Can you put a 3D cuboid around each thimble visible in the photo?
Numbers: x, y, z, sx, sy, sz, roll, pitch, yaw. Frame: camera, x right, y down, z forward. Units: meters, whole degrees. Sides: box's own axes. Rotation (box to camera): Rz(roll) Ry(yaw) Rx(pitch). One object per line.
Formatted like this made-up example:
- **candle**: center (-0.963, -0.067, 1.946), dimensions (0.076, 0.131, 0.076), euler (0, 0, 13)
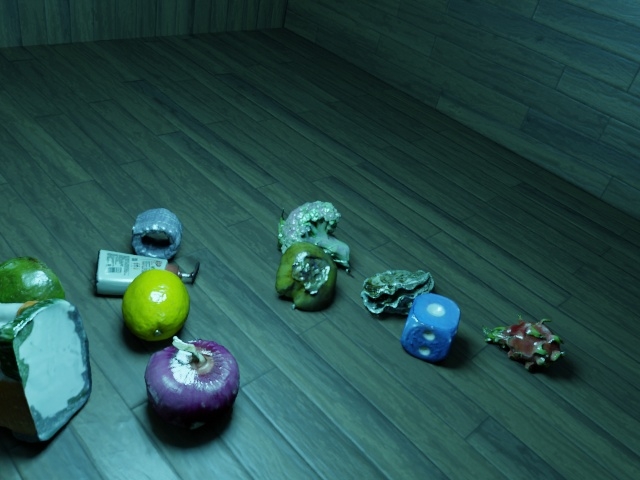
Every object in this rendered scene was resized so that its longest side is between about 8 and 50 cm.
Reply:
- **thimble**: center (-0.487, -0.015, 1.678), dimensions (0.150, 0.150, 0.098), euler (7, 37, -10)

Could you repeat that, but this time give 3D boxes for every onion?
- **onion**: center (-0.284, 0.330, 1.272), dimensions (0.200, 0.201, 0.207), euler (45, 14, 35)

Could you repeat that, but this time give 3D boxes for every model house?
- **model house**: center (-0.677, 0.255, 1.192), dimensions (0.300, 0.272, 0.190), euler (2, 23, 10)

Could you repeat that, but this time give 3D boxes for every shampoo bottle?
- **shampoo bottle**: center (-0.487, 0.093, 1.600), dimensions (0.284, 0.071, 0.153), euler (4, 34, -17)

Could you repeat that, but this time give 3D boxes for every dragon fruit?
- **dragon fruit**: center (0.598, 0.290, 1.663), dimensions (0.235, 0.135, 0.137), euler (19, 38, 38)

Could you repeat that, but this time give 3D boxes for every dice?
- **dice**: center (0.313, 0.248, 1.599), dimensions (0.143, 0.146, 0.146), euler (20, 37, 11)

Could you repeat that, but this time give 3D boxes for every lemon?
- **lemon**: center (-0.421, 0.163, 1.447), dimensions (0.169, 0.170, 0.207), euler (4, 35, -14)

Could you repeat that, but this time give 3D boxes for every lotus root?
- **lotus root**: center (-0.034, 0.103, 1.639), dimensions (0.183, 0.204, 0.078), euler (10, -9, -11)

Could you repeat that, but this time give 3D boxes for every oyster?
- **oyster**: center (0.254, 0.157, 1.750), dimensions (0.267, 0.112, 0.198), euler (-8, 19, -16)

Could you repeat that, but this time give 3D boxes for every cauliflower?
- **cauliflower**: center (0.000, 0.000, 1.811), dimensions (0.315, 0.239, 0.256), euler (33, 4, -4)

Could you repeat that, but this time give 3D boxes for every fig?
- **fig**: center (-0.740, 0.155, 1.313), dimensions (0.203, 0.203, 0.235), euler (34, 39, 25)
